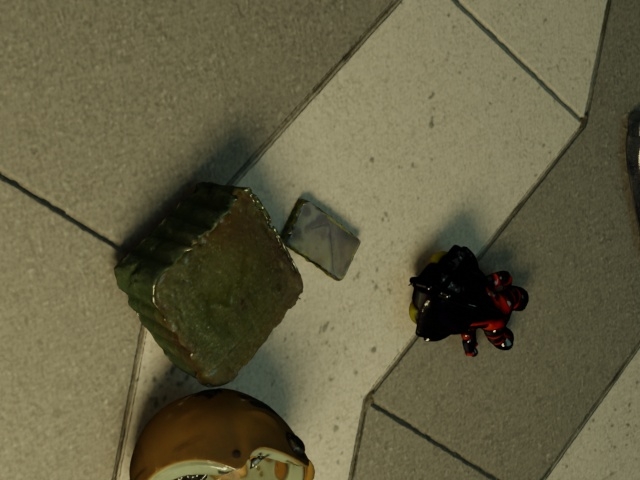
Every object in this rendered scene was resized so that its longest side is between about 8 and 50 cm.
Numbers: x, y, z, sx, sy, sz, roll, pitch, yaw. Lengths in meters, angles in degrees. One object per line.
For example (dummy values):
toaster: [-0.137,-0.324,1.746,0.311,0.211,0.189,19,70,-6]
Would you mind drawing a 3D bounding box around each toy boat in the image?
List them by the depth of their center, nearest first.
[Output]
toy boat: [0.000,0.000,1.961,0.115,0.016,0.063,36,74,-42]

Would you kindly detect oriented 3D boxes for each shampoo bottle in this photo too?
shampoo bottle: [0.494,-0.079,2.382,0.087,0.049,0.234,-34,121,-31]

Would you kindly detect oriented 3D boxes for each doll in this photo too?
doll: [0.186,0.081,2.114,0.248,0.088,0.127,15,69,-53]

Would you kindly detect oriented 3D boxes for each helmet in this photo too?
helmet: [-0.118,0.239,1.807,0.224,0.198,0.130,17,47,-55]

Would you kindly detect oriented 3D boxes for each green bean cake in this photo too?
green bean cake: [-0.126,0.045,1.799,0.181,0.094,0.173,-49,128,-25]
